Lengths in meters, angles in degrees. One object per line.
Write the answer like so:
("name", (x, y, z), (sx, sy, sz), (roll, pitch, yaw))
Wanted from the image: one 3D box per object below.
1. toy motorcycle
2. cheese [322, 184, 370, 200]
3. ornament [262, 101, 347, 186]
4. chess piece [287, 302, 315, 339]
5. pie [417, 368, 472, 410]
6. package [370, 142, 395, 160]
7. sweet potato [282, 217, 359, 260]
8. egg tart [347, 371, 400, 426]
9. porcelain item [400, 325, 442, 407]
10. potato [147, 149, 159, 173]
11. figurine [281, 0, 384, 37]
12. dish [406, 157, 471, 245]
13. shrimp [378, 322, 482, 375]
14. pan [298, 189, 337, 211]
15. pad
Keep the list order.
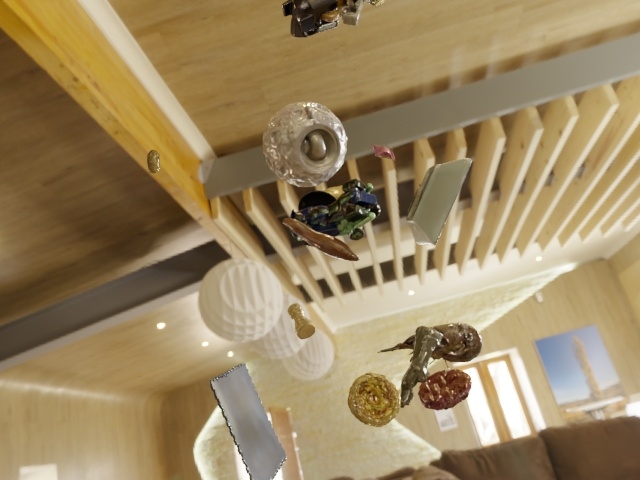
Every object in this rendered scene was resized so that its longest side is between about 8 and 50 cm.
("toy motorcycle", (0.029, -0.067, 1.683), (0.196, 0.125, 0.331), (22, -37, -37))
("cheese", (0.101, -0.166, 2.330), (0.226, 0.117, 0.214), (13, 19, 33))
("ornament", (-0.065, -0.383, 2.161), (0.338, 0.336, 0.337), (-13, -22, -5))
("chess piece", (-0.069, 0.265, 1.811), (0.066, 0.122, 0.066), (-15, -51, -19))
("pie", (0.332, 0.394, 1.454), (0.155, 0.036, 0.154), (-25, 17, 8))
("package", (0.204, -0.289, 1.784), (0.083, 0.059, 0.029), (10, -42, -27))
("sweet potato", (-0.001, 0.001, 1.579), (0.265, 0.057, 0.057), (25, -8, 24))
("egg tart", (0.124, 0.380, 1.294), (0.129, 0.128, 0.049), (-9, -24, -14))
("porcelain item", (0.248, 0.329, 1.405), (0.069, 0.215, 0.081), (28, -26, -2))
("potato", (-0.565, -0.266, 1.841), (0.040, 0.083, 0.051), (2, -9, -28))
("figurine", (0.030, -0.700, 1.586), (0.309, 0.308, 0.143), (-17, -62, 6))
("dish", (0.296, -0.112, 1.449), (0.080, 0.243, 0.182), (23, -1, -4))
("shrimp", (0.354, 0.353, 1.776), (0.344, 0.145, 0.116), (-9, 7, 8))
("pan", (0.037, -0.083, 1.796), (0.235, 0.028, 0.136), (30, -59, -12))
("pad", (-0.159, 0.420, 1.248), (0.012, 0.268, 0.270), (-26, -9, 6))
